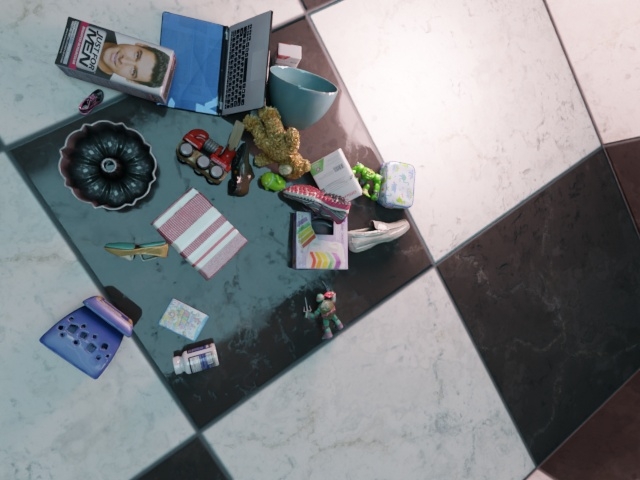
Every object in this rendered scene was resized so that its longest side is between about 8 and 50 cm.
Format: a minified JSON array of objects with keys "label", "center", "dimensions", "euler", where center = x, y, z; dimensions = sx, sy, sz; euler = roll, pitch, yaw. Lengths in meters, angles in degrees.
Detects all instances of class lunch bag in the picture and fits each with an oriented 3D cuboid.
[{"label":"lunch bag","center":[0.364,-0.259,1.954],"dimensions":[0.175,0.090,0.219],"euler":[4,89,-22]}]

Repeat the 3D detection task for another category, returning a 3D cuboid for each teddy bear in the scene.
[{"label":"teddy bear","center":[-0.184,-0.390,1.703],"dimensions":[0.244,0.113,0.338],"euler":[-7,123,15]}]

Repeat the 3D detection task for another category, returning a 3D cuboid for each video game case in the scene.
[{"label":"video game case","center":[-0.565,0.329,1.701],"dimensions":[0.166,0.015,0.119],"euler":[31,81,-16]}]

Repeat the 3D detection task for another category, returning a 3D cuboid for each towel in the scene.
[{"label":"towel","center":[-0.497,-0.029,1.708],"dimensions":[0.237,0.037,0.329],"euler":[-45,102,-10]}]

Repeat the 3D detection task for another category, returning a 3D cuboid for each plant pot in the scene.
[{"label":"plant pot","center":[-0.830,0.335,1.506],"dimensions":[0.236,0.236,0.212],"euler":[44,71,-15]},{"label":"plant pot","center":[-0.093,-0.582,1.729],"dimensions":[0.289,0.290,0.196],"euler":[9,124,-18]}]

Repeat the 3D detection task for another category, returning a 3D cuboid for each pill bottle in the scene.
[{"label":"pill bottle","center":[-0.509,0.488,1.681],"dimensions":[0.169,0.094,0.094],"euler":[-12,95,-17]}]

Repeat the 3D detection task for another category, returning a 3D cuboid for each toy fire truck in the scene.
[{"label":"toy fire truck","center":[-0.431,-0.387,1.670],"dimensions":[0.217,0.158,0.246],"euler":[36,71,-15]}]

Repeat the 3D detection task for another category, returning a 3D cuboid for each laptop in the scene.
[{"label":"laptop","center":[-0.422,-0.715,1.622],"dimensions":[0.236,0.407,0.383],"euler":[5,90,-52]}]

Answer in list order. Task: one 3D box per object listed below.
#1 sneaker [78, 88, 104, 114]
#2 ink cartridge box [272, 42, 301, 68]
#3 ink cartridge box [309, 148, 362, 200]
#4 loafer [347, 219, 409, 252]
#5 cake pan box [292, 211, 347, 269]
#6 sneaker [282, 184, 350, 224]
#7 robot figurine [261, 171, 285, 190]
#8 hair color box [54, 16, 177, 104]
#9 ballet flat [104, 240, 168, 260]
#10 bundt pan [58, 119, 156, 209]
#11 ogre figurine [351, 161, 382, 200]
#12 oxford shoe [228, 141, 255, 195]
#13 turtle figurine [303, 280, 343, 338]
[{"label":"sneaker","center":[-0.872,-0.531,1.563],"dimensions":[0.047,0.057,0.119],"euler":[38,78,-13]},{"label":"ink cartridge box","center":[-0.146,-0.779,1.757],"dimensions":[0.099,0.135,0.056],"euler":[2,87,-19]},{"label":"ink cartridge box","center":[0.068,-0.272,1.829],"dimensions":[0.160,0.092,0.220],"euler":[-26,101,14]},{"label":"loafer","center":[0.268,-0.044,1.919],"dimensions":[0.319,0.112,0.112],"euler":[-21,106,-16]},{"label":"cake pan box","center":[0.000,0.000,1.841],"dimensions":[0.245,0.070,0.267],"euler":[4,82,-20]},{"label":"sneaker","center":[-0.025,-0.157,1.772],"dimensions":[0.298,0.121,0.112],"euler":[20,117,9]},{"label":"robot figurine","center":[-0.206,-0.254,1.772],"dimensions":[0.115,0.101,0.067],"euler":[21,67,-40]},{"label":"hair color box","center":[-0.755,-0.667,1.547],"dimensions":[0.374,0.113,0.186],"euler":[14,87,-11]},{"label":"ballet flat","center":[-0.720,0.046,1.615],"dimensions":[0.232,0.080,0.073],"euler":[-2,107,-17]},{"label":"bundt pan","center":[-0.790,-0.275,1.559],"dimensions":[0.330,0.124,0.331],"euler":[0,90,-18]},{"label":"ogre figurine","center":[0.199,-0.280,1.904],"dimensions":[0.197,0.097,0.118],"euler":[31,96,11]},{"label":"oxford shoe","center":[-0.325,-0.300,1.747],"dimensions":[0.096,0.082,0.228],"euler":[12,84,-42]},{"label":"turtle figurine","center":[0.016,0.314,1.845],"dimensions":[0.175,0.118,0.234],"euler":[-26,104,-16]}]
